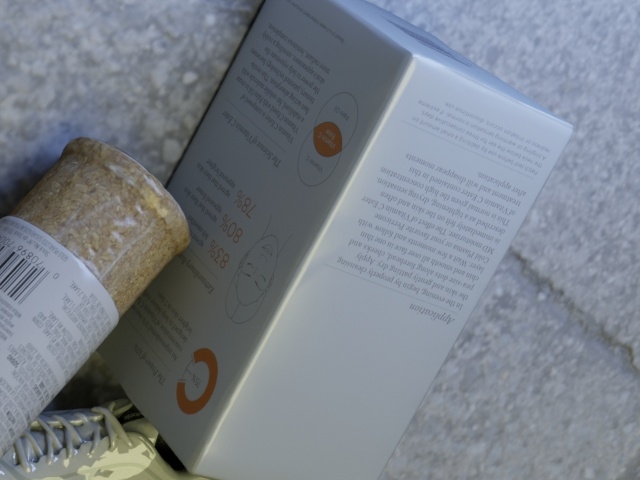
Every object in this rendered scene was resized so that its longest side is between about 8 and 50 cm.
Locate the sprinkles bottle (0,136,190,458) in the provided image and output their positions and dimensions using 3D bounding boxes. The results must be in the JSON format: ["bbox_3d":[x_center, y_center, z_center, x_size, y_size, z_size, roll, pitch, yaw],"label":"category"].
[{"bbox_3d":[-0.244,0.087,1.419,0.355,0.121,0.121,-50,129,-21],"label":"sprinkles bottle"}]

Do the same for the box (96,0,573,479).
[{"bbox_3d":[0.000,0.000,1.513,0.168,0.215,0.345,21,103,-35],"label":"box"}]

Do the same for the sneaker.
[{"bbox_3d":[-0.196,0.167,1.541,0.292,0.110,0.118,9,138,-38],"label":"sneaker"}]
